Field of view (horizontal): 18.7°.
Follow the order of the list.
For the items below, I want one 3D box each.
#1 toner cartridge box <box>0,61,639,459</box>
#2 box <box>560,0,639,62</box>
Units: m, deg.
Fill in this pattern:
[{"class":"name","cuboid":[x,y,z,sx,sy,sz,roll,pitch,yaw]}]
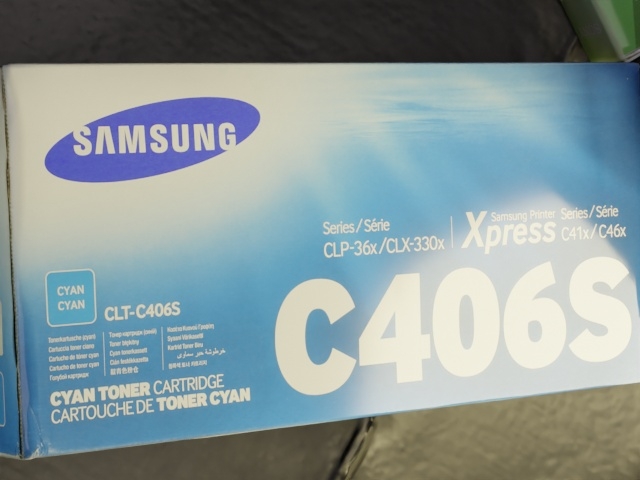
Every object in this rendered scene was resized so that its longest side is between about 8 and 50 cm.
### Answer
[{"class":"toner cartridge box","cuboid":[0.000,0.000,0.906,0.347,0.075,0.165,-4,92,-33]},{"class":"box","cuboid":[0.175,-0.283,1.002,0.232,0.058,0.322,-28,95,-7]}]
